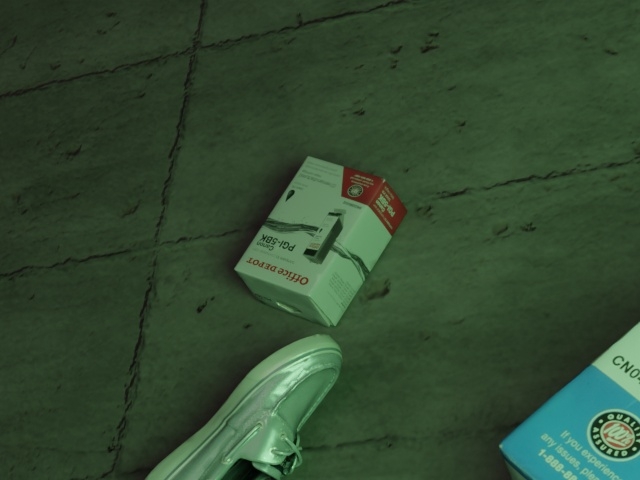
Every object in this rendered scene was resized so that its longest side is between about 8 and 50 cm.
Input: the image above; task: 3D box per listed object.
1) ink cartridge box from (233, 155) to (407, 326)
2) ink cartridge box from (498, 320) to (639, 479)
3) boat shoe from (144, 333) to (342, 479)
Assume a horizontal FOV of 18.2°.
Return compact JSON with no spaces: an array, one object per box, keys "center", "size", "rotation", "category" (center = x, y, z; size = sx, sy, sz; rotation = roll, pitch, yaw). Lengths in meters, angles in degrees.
[{"center":[0.000,0.000,1.828],"size":[0.099,0.056,0.135],"rotation":[18,67,38],"category":"ink cartridge box"},{"center":[0.370,0.135,1.387],"size":[0.395,0.166,0.285],"rotation":[-40,49,-12],"category":"ink cartridge box"},{"center":[-0.055,0.181,1.721],"size":[0.227,0.079,0.081],"rotation":[-44,55,2],"category":"boat shoe"}]
